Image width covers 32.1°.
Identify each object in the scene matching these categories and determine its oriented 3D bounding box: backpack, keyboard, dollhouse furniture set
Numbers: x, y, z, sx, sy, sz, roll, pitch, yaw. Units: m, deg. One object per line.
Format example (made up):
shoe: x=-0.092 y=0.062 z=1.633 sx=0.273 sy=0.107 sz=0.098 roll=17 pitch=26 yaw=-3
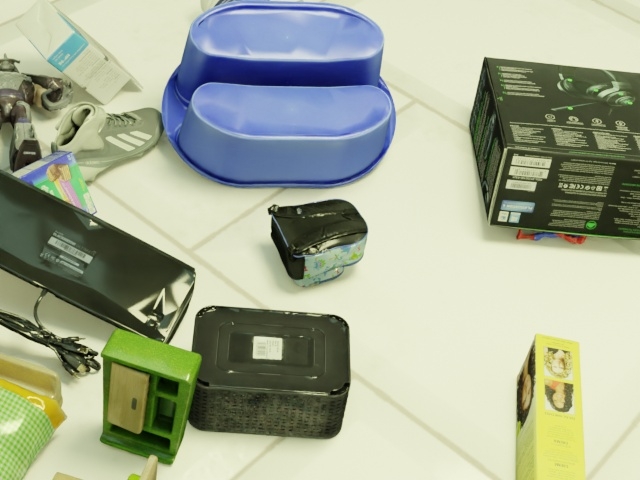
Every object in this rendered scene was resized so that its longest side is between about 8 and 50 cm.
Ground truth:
backpack: x=0.000 y=0.000 z=1.442 sx=0.114 sy=0.084 sz=0.105 roll=-15 pitch=49 yaw=-16
keyboard: x=-0.320 y=0.047 z=1.331 sx=0.317 sy=0.033 sz=0.201 roll=27 pitch=55 yaw=-2
dollhouse furniture set: x=-0.301 y=0.189 z=1.137 sx=0.301 sy=0.151 sz=0.197 roll=17 pitch=44 yaw=3

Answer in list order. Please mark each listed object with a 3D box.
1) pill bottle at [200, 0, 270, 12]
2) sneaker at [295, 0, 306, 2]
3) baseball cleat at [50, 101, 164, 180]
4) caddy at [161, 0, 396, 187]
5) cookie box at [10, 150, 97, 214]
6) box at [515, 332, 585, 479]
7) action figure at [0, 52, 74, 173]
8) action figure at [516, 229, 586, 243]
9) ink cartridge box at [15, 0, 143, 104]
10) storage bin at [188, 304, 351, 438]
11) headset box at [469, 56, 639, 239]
pill bottle: x=-0.116 y=-0.335 z=1.752 sx=0.112 sy=0.112 sz=0.187 roll=-16 pitch=49 yaw=-23
sneaker: x=0.013 y=-0.352 z=1.824 sx=0.190 sy=0.071 sz=0.083 roll=33 pitch=43 yaw=23
baseball cleat: x=-0.288 y=-0.154 z=1.538 sx=0.072 sy=0.109 sz=0.206 roll=24 pitch=43 yaw=22
caddy: x=-0.053 y=-0.199 z=1.580 sx=0.341 sy=0.179 sz=0.241 roll=0 pitch=67 yaw=-9
cookie box: x=-0.355 y=-0.054 z=1.435 sx=0.107 sy=0.092 sz=0.040 roll=-34 pitch=26 yaw=-34
box: x=0.258 y=0.220 z=1.256 sx=0.058 sy=0.087 sz=0.232 roll=11 pitch=43 yaw=-1
action figure: x=-0.437 y=-0.182 z=1.555 sx=0.185 sy=0.099 sz=0.285 roll=-7 pitch=43 yaw=-9
action figure: x=0.331 y=-0.014 z=1.552 sx=0.115 sy=0.030 sz=0.038 roll=5 pitch=41 yaw=-8
ink cartridge box: x=-0.352 y=-0.269 z=1.642 sx=0.060 sy=0.180 sz=0.104 roll=-46 pitch=57 yaw=3
storage bin: x=-0.059 y=0.150 z=1.278 sx=0.180 sy=0.084 sz=0.122 roll=5 pitch=44 yaw=-5
headset box: x=0.352 y=-0.142 z=1.592 sx=0.246 sy=0.131 sz=0.283 roll=5 pitch=37 yaw=-4
